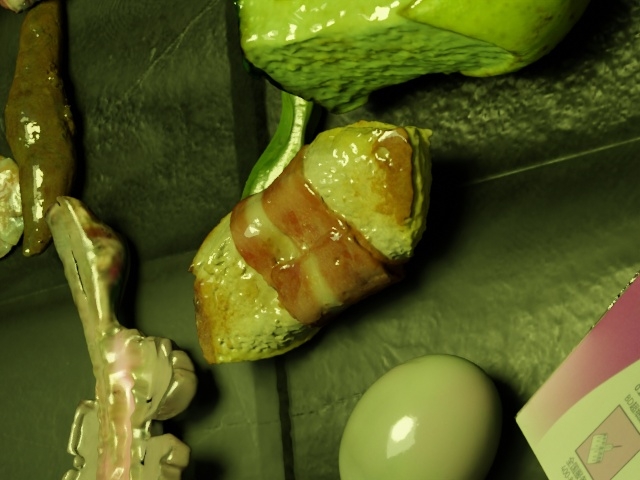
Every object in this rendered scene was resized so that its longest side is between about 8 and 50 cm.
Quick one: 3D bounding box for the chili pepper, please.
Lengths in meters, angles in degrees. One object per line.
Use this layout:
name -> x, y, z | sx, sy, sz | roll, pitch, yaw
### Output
chili pepper -> -0.024, -0.120, 1.188 | 0.052, 0.050, 0.202 | 1, 84, 53

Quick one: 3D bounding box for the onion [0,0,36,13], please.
onion -> -0.281, -0.363, 1.377 | 0.250, 0.111, 0.247 | -44, 50, 25

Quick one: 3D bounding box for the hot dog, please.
hot dog -> 0.001, -0.004, 1.123 | 0.261, 0.093, 0.123 | -35, 87, 31

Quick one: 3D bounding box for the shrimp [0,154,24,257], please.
shrimp -> -0.347, -0.016, 1.430 | 0.190, 0.042, 0.101 | -28, 74, 30

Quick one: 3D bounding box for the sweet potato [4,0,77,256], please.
sweet potato -> -0.255, -0.115, 1.361 | 0.067, 0.067, 0.274 | -15, 69, 35

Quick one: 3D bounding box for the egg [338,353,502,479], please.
egg -> 0.070, 0.140, 1.037 | 0.103, 0.103, 0.135 | 43, 106, 34

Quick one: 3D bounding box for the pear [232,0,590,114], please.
pear -> 0.080, -0.229, 1.061 | 0.255, 0.164, 0.238 | -9, 67, 31

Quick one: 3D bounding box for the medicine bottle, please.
medicine bottle -> 0.215, 0.111, 0.904 | 0.171, 0.052, 0.201 | -52, 27, 17

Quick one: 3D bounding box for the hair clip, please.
hair clip -> -0.173, 0.103, 1.250 | 0.173, 0.069, 0.300 | -34, 60, 44
